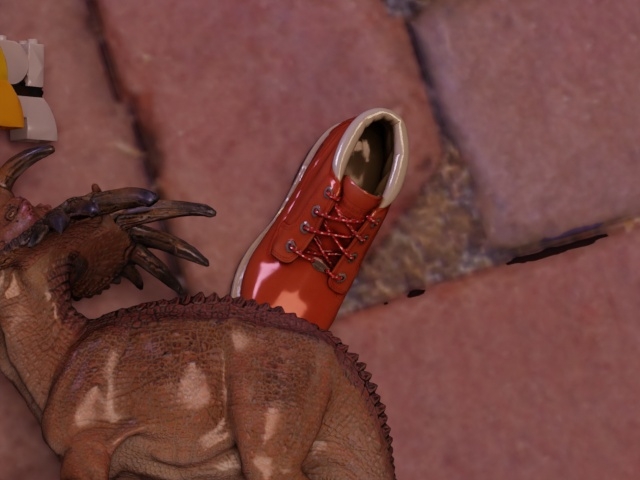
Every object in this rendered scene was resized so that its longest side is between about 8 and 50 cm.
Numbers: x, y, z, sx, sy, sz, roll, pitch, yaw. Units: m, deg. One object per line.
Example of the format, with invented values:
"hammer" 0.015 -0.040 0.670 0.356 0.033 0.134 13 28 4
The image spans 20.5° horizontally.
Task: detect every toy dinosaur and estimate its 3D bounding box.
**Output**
"toy dinosaur" -0.061 0.068 0.881 0.295 0.127 0.200 15 77 -9

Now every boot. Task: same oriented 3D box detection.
"boot" 0.000 0.000 0.939 0.059 0.084 0.158 26 75 -11

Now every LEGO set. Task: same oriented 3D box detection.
"LEGO set" -0.212 -0.103 0.852 0.227 0.087 0.093 3 88 -40
